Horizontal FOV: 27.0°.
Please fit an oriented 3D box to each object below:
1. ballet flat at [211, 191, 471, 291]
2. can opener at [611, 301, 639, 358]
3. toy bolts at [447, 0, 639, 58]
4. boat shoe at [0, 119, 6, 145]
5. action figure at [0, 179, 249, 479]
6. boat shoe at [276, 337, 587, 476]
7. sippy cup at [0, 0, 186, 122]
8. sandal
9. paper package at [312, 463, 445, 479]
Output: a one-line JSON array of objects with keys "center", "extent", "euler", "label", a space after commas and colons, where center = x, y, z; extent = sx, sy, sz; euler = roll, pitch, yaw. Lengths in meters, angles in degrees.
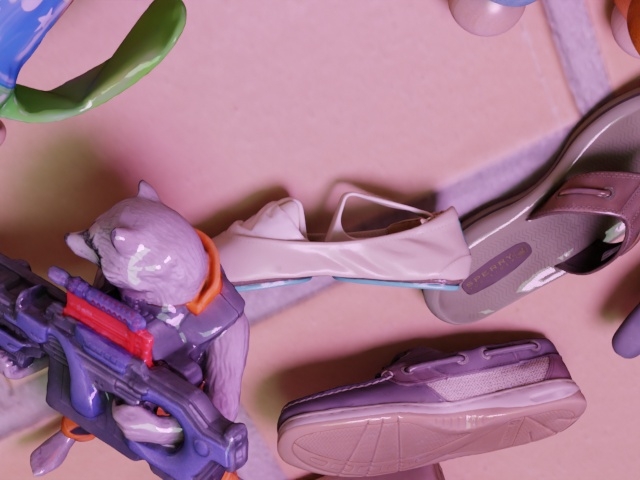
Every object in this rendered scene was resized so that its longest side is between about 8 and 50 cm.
[{"center": [0.000, 0.000, 1.088], "extent": [0.248, 0.086, 0.086], "euler": [0, 123, -8], "label": "ballet flat"}, {"center": [0.364, 0.001, 1.168], "extent": [0.074, 0.093, 0.280], "euler": [37, 110, 14], "label": "can opener"}, {"center": [0.202, -0.169, 0.965], "extent": [0.228, 0.218, 0.158], "euler": [18, 145, -8], "label": "toy bolts"}, {"center": [-0.357, -0.143, 0.881], "extent": [0.110, 0.121, 0.341], "euler": [-40, 133, 7], "label": "boat shoe"}, {"center": [-0.161, 0.079, 1.043], "extent": [0.178, 0.341, 0.330], "euler": [-41, 156, -37], "label": "action figure"}, {"center": [0.094, 0.142, 1.193], "extent": [0.285, 0.092, 0.103], "euler": [-7, 143, -13], "label": "boat shoe"}, {"center": [-0.212, -0.227, 0.806], "extent": [0.224, 0.240, 0.305], "euler": [-44, 162, 2], "label": "sippy cup"}, {"center": [0.223, -0.014, 1.126], "extent": [0.303, 0.086, 0.120], "euler": [-39, 123, 12], "label": "sandal"}, {"center": [0.002, 0.377, 1.189], "extent": [0.325, 0.309, 0.168], "euler": [-20, 125, 0], "label": "paper package"}]
